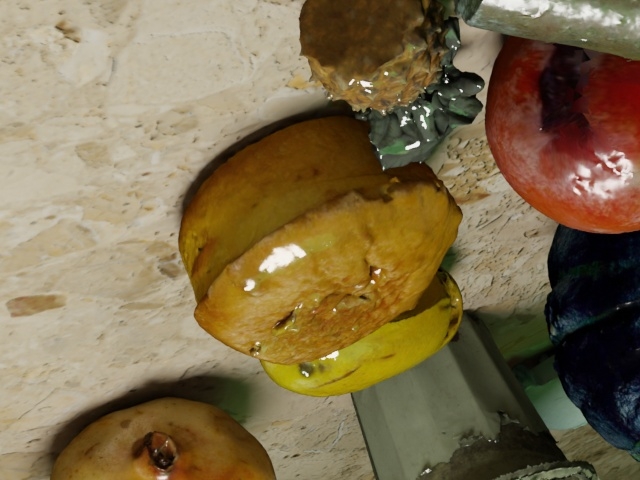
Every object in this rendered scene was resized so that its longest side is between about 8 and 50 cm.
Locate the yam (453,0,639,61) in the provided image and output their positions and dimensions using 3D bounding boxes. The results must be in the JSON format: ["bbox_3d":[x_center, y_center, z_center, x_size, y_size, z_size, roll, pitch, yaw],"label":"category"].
[{"bbox_3d":[0.233,-0.178,1.062,0.259,0.106,0.106,10,148,-5],"label":"yam"}]

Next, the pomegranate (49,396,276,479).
[{"bbox_3d":[-0.173,0.293,1.604,0.264,0.264,0.264,-19,155,-9],"label":"pomegranate"}]

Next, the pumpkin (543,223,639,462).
[{"bbox_3d":[0.409,0.068,1.527,0.363,0.363,0.266,-22,168,-4],"label":"pumpkin"}]

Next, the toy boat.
[{"bbox_3d":[0.336,0.194,2.056,0.134,0.079,0.207,-36,142,8],"label":"toy boat"}]

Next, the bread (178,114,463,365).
[{"bbox_3d":[0.000,0.000,1.286,0.268,0.146,0.268,-23,155,-11],"label":"bread"}]

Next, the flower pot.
[{"bbox_3d":[0.157,0.239,1.750,0.290,0.259,0.290,-18,154,-9],"label":"flower pot"}]

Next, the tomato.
[{"bbox_3d":[0.237,-0.109,1.197,0.208,0.208,0.184,-25,160,2],"label":"tomato"}]

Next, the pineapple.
[{"bbox_3d":[0.060,-0.131,1.127,0.119,0.111,0.237,-8,165,18],"label":"pineapple"}]

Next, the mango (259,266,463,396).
[{"bbox_3d":[0.048,0.086,1.514,0.262,0.130,0.167,-10,158,-36],"label":"mango"}]
